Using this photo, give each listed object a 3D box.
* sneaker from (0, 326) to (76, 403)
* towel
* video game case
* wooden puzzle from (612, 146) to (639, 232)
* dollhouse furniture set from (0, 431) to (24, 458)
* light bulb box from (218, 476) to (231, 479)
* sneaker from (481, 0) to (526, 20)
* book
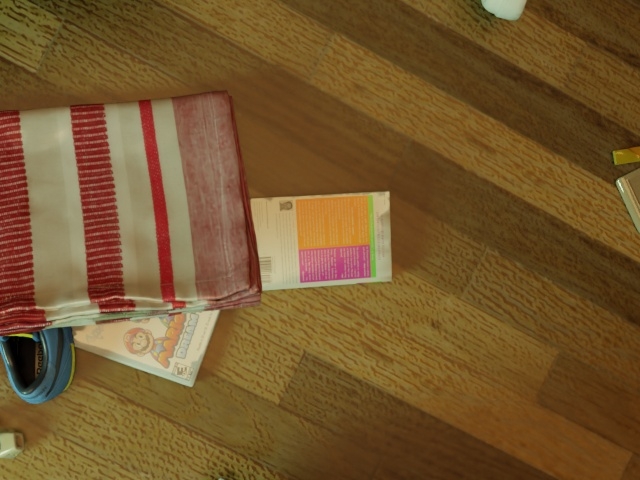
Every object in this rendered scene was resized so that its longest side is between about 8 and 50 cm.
[{"bbox_3d":[-0.283,0.052,1.215,0.069,0.082,0.209,-10,84,6],"label":"sneaker"},{"bbox_3d":[-0.231,-0.031,1.214,0.328,0.037,0.237,-6,65,-11],"label":"towel"},{"bbox_3d":[-0.169,0.051,1.275,0.143,0.019,0.157,20,85,-9],"label":"video game case"},{"bbox_3d":[0.367,-0.053,1.377,0.078,0.014,0.116,-19,92,-6],"label":"wooden puzzle"},{"bbox_3d":[-0.356,0.163,1.244,0.081,0.091,0.114,-24,65,29],"label":"dollhouse furniture set"},{"bbox_3d":[-0.008,0.445,1.107,0.225,0.358,0.361,23,85,-22],"label":"light bulb box"},{"bbox_3d":[0.138,-0.372,1.304,0.169,0.108,0.293,3,78,-8],"label":"sneaker"},{"bbox_3d":[0.000,0.000,1.301,0.144,0.035,0.096,-3,92,-10],"label":"book"}]
